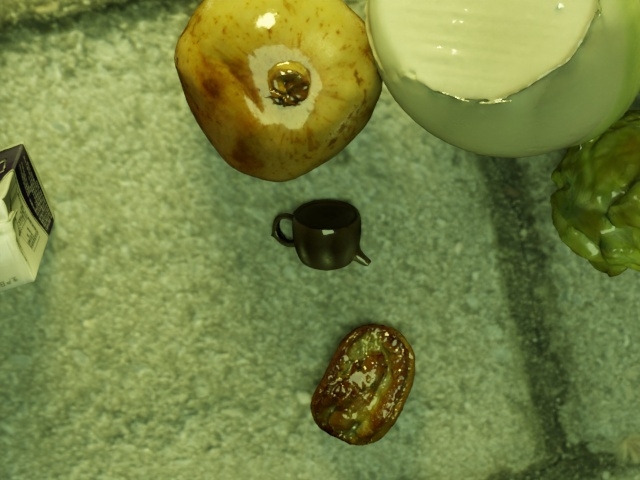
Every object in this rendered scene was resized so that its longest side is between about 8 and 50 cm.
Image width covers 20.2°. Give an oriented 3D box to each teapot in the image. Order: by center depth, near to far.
[{"bbox_3d":[0.000,0.000,1.967,0.121,0.076,0.068,12,120,21],"label":"teapot"}]

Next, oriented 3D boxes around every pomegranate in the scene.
[{"bbox_3d":[-0.044,-0.164,1.834,0.215,0.215,0.215,-1,109,-3],"label":"pomegranate"}]

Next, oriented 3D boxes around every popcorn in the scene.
[{"bbox_3d":[0.340,-0.041,1.928,0.198,0.198,0.212,-5,136,-1],"label":"popcorn"}]

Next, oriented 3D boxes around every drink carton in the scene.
[{"bbox_3d":[-0.361,-0.011,1.861,0.134,0.222,0.102,-17,109,3],"label":"drink carton"}]

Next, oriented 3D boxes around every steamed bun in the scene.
[{"bbox_3d":[0.204,-0.222,1.801,0.309,0.309,0.309,-1,109,-3],"label":"steamed bun"}]

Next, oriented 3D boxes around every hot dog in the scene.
[{"bbox_3d":[0.049,0.165,2.029,0.099,0.065,0.147,29,107,-2],"label":"hot dog"}]
